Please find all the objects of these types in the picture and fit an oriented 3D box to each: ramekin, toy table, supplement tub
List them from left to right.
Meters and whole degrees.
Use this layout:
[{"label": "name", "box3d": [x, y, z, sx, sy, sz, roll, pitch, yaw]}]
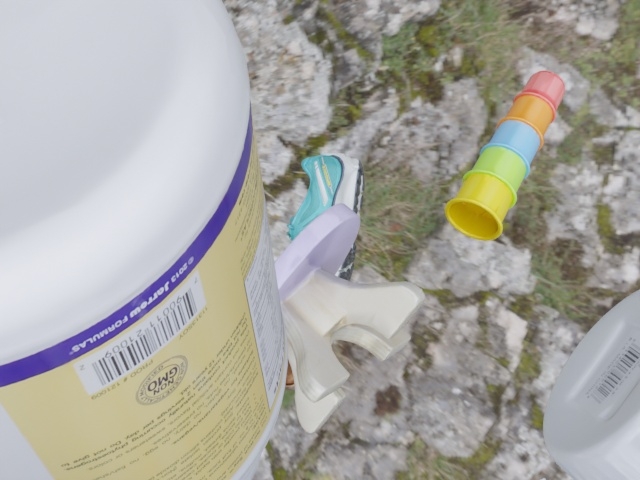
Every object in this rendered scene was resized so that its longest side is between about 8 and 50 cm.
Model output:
[{"label": "supplement tub", "box3d": [-0.141, 0.025, 0.509, 0.241, 0.331, 0.241, -1, 55, 2]}, {"label": "toy table", "box3d": [0.006, 0.108, 1.282, 0.161, 0.252, 0.274, 43, 128, 16]}, {"label": "ramekin", "box3d": [0.374, 0.175, 1.098, 0.135, 0.277, 0.277, 37, 87, -7]}]

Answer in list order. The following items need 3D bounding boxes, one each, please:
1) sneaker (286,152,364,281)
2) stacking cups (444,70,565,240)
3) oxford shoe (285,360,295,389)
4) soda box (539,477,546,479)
[{"label": "sneaker", "box3d": [0.000, 0.000, 1.547, 0.110, 0.107, 0.275, 8, 86, 12]}, {"label": "stacking cups", "box3d": [0.300, -0.150, 1.579, 0.096, 0.096, 0.316, 38, 62, -15]}, {"label": "oxford shoe", "box3d": [-0.042, 0.163, 1.564, 0.076, 0.212, 0.076, -16, 113, 6]}, {"label": "soda box", "box3d": [0.216, 0.383, 1.263, 0.216, 0.069, 0.073, -18, 71, -35]}]
